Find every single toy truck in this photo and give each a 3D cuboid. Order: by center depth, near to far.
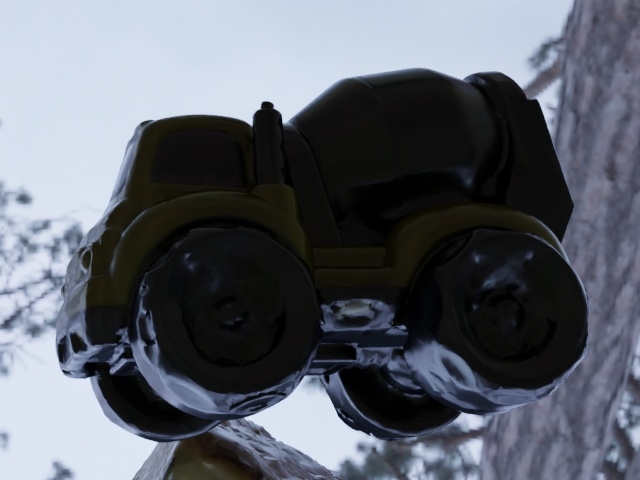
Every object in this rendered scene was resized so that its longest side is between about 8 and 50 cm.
[{"bbox_3d":[0.000,0.000,0.528,0.224,0.165,0.147,1,165,-18],"label":"toy truck"}]

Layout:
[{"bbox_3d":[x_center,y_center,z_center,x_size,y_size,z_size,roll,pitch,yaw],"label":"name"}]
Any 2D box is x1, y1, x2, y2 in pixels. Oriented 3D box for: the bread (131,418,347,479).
[{"bbox_3d":[-0.025,0.258,0.805,0.279,0.207,0.279,33,173,-7],"label":"bread"}]
